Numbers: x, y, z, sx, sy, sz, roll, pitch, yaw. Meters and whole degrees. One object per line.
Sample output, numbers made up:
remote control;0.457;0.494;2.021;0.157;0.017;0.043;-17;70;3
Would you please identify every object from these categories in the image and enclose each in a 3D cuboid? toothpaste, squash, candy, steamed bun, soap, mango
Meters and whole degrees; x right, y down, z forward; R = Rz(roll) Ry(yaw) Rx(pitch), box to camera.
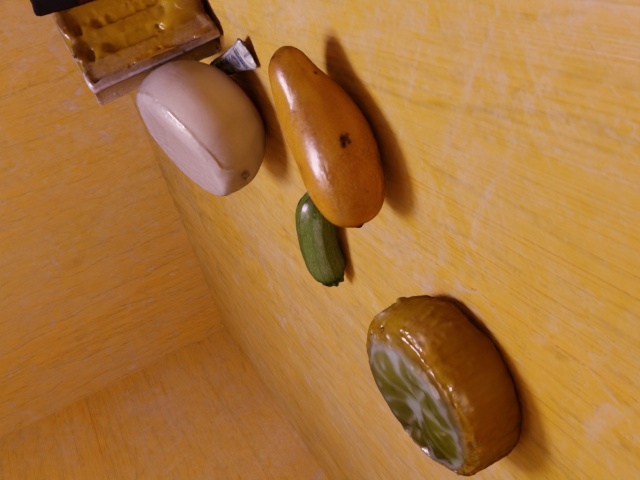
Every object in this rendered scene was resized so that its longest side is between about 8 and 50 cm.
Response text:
toothpaste;-0.172;-0.342;1.405;0.062;0.039;0.239;59;165;-16
squash;0.000;0.000;1.307;0.068;0.077;0.219;-120;12;-50
candy;0.166;0.197;1.008;0.260;0.118;0.260;50;159;27
steamed bun;-0.216;-0.233;1.435;0.283;0.177;0.283;41;164;14
soap;-0.373;-0.432;1.472;0.259;0.281;0.143;59;166;20
mango;0.012;-0.141;0.993;0.157;0.109;0.262;164;85;-84

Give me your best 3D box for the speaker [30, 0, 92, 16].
speaker;-0.336;-0.497;1.205;0.198;0.330;0.259;91;157;-58
